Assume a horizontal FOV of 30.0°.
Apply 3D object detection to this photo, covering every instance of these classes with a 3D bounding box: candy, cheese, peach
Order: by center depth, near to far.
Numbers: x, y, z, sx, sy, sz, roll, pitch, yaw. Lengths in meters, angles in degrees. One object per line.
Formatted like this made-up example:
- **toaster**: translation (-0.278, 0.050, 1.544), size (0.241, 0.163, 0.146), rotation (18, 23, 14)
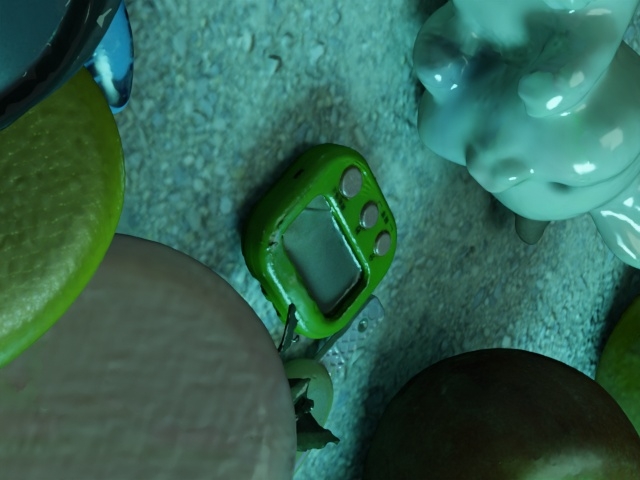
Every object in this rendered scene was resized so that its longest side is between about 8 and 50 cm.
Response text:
- **candy**: translation (-0.138, 0.124, 0.716), size (0.255, 0.094, 0.255), rotation (3, 79, -16)
- **cheese**: translation (-0.011, 0.119, 0.974), size (0.192, 0.037, 0.097), rotation (-50, 136, -20)
- **peach**: translation (0.151, 0.215, 1.033), size (0.252, 0.252, 0.252), rotation (-20, 120, -40)

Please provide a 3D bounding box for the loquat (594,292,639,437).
- **loquat**: translation (0.440, 0.157, 1.301), size (0.284, 0.276, 0.276), rotation (-38, 132, -8)

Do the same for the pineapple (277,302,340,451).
- **pineapple**: translation (-0.104, 0.207, 0.825), size (0.165, 0.165, 0.364), rotation (39, 77, -47)

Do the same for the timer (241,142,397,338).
- **timer**: translation (0.000, 0.000, 0.929), size (0.128, 0.047, 0.140), rotation (-50, 135, -22)

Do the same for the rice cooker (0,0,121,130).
- **rice cooker**: translation (-0.200, -0.157, 0.428), size (0.267, 0.224, 0.267), rotation (-13, 122, -22)

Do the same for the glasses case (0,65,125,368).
- **glasses case**: translation (-0.271, 0.024, 0.561), size (0.371, 0.141, 0.173), rotation (-23, 95, -26)

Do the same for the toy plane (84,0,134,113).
- **toy plane**: translation (-0.163, -0.192, 0.637), size (0.254, 0.105, 0.271), rotation (-35, 130, -30)

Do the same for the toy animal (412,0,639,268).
- **toy animal**: translation (0.203, -0.135, 0.976), size (0.241, 0.196, 0.367), rotation (-32, 125, -35)
